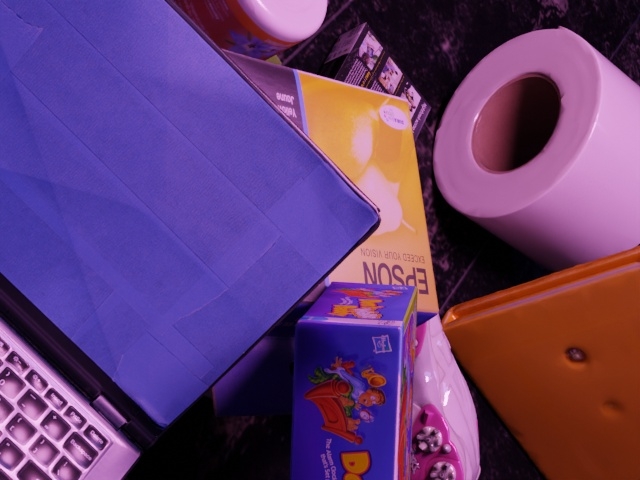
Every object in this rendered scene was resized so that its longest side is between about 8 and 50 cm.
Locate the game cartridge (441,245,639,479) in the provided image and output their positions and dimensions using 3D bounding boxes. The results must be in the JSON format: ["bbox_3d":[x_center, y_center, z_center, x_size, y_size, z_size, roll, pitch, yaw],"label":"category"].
[{"bbox_3d":[0.329,0.170,1.575,0.324,0.285,0.053,52,42,-19],"label":"game cartridge"}]

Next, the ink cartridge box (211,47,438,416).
[{"bbox_3d":[0.000,0.000,1.295,0.303,0.072,0.307,7,70,-55],"label":"ink cartridge box"}]

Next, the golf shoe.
[{"bbox_3d":[0.093,0.137,1.479,0.140,0.115,0.306,11,67,-63],"label":"golf shoe"}]

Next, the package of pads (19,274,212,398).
[{"bbox_3d":[-0.150,-0.010,1.256,0.296,0.101,0.229,29,55,-39],"label":"package of pads"}]

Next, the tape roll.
[{"bbox_3d":[0.277,-0.103,1.671,0.169,0.246,0.246,31,52,-37],"label":"tape roll"}]

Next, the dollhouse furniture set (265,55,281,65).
[{"bbox_3d":[-0.044,-0.246,1.476,0.152,0.058,0.076,-60,142,-24],"label":"dollhouse furniture set"}]

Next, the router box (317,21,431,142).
[{"bbox_3d":[0.047,-0.137,1.579,0.133,0.046,0.179,50,43,-22],"label":"router box"}]

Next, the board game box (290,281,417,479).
[{"bbox_3d":[0.027,0.219,1.132,0.233,0.078,0.347,-41,133,-81],"label":"board game box"}]

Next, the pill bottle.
[{"bbox_3d":[-0.108,-0.202,1.299,0.121,0.216,0.121,22,58,-41],"label":"pill bottle"}]

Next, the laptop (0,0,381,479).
[{"bbox_3d":[-0.236,0.014,0.976,0.382,0.236,0.408,45,44,-6],"label":"laptop"}]
